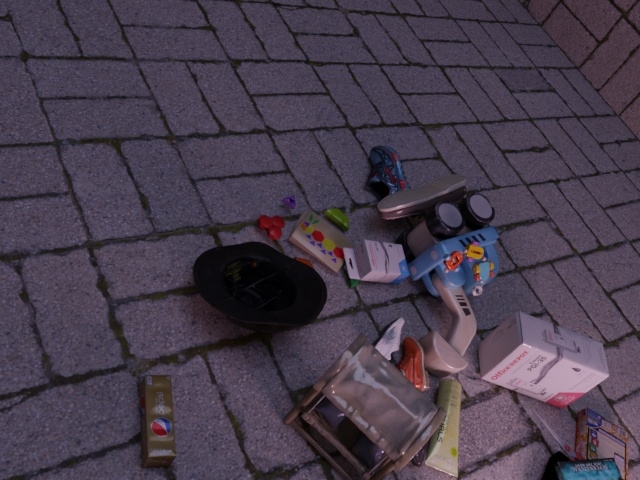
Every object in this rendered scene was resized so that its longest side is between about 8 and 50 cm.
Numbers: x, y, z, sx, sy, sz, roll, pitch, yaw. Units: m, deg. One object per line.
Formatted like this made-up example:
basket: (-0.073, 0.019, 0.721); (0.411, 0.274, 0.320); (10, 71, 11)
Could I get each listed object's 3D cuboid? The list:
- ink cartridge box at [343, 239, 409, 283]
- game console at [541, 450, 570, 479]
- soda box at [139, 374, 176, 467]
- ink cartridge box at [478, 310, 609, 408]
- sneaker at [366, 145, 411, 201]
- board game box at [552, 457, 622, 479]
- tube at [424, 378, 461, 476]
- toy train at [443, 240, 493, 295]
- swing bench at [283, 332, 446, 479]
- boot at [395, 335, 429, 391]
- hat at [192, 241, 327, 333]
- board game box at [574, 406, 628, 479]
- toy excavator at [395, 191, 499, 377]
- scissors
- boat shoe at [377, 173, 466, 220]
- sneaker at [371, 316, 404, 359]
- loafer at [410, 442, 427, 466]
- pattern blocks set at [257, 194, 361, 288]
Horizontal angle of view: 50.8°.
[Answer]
ink cartridge box: (0.160, 0.060, 1.927); (0.180, 0.060, 0.104); (7, 58, -35)
game console: (0.716, 0.724, 1.725); (0.361, 0.044, 0.213); (37, 45, 2)
soda box: (-0.341, 0.375, 1.405); (0.058, 0.061, 0.181); (7, 50, -25)
ink cartridge box: (0.612, 0.336, 1.876); (0.283, 0.207, 0.117); (21, 44, -12)
sneaker: (0.202, -0.207, 2.174); (0.125, 0.104, 0.262); (-2, 55, -28)
board game box: (0.697, 0.626, 1.725); (0.186, 0.026, 0.126); (3, 54, -21)
tube: (0.320, 0.469, 1.707); (0.070, 0.062, 0.240); (-2, 47, 22)
toy train: (0.402, 0.069, 1.851); (0.125, 0.046, 0.166); (-49, 117, -6)
swing bench: (0.094, 0.391, 1.502); (0.253, 0.255, 0.165); (42, 45, 9)
boot: (0.230, 0.321, 1.780); (0.084, 0.059, 0.158); (6, 52, -19)
hat: (-0.158, 0.144, 1.654); (0.331, 0.134, 0.331); (11, 32, -7)
board game box: (0.784, 0.584, 1.878); (0.146, 0.045, 0.193); (31, 45, -3)
toy excavator: (0.390, 0.124, 1.948); (0.433, 0.222, 0.445); (-16, 71, -36)
scissors: (0.660, 0.570, 1.778); (0.297, 0.021, 0.109); (41, 50, 7)
boat shoe: (0.318, -0.115, 2.081); (0.324, 0.097, 0.116); (-21, 29, -27)
sneaker: (0.189, 0.266, 1.811); (0.061, 0.053, 0.152); (45, 51, -2)
loafer: (0.238, 0.479, 1.661); (0.061, 0.062, 0.170); (65, 30, -24)
pattern blocks set: (0.000, 0.000, 1.932); (0.325, 0.026, 0.285); (44, 44, 5)
